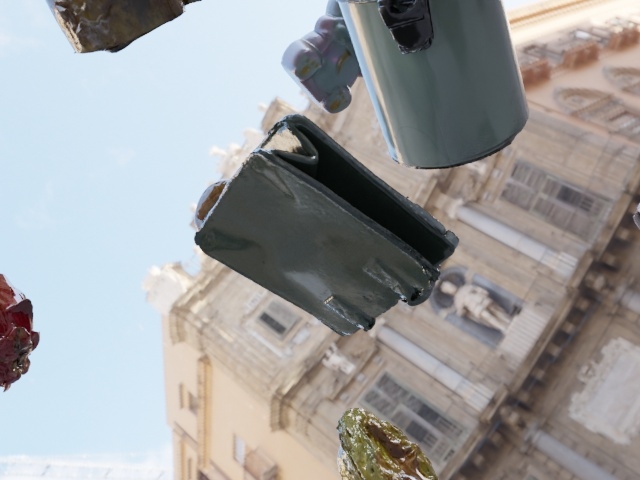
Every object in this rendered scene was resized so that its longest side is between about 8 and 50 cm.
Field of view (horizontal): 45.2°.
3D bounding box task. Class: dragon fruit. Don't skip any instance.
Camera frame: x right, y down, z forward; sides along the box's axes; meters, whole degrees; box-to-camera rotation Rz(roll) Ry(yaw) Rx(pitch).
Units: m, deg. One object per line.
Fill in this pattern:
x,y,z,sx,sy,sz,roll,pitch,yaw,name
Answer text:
-0.357,0.083,0.767,0.136,0.166,0.133,-40,-43,-9,dragon fruit

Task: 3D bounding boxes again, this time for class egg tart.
0.058,0.208,0.691,0.052,0.130,0.130,-46,-32,16,egg tart

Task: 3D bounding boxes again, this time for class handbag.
-0.001,0.001,0.917,0.079,0.260,0.247,-58,8,-35,handbag

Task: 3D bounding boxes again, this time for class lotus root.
-0.249,-0.346,0.944,0.199,0.188,0.180,-23,-62,-9,lotus root

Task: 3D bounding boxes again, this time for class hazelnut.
-0.165,-0.046,1.497,0.150,0.150,0.150,-30,-44,-34,hazelnut

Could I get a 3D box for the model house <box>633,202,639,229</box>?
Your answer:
0.450,-0.053,0.640,0.237,0.237,0.202,-52,-2,-11,model house

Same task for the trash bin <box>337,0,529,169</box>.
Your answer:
0.159,-0.266,1.079,0.277,0.217,0.262,-70,-36,-51,trash bin

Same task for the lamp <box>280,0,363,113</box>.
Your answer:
0.058,-0.457,1.753,0.301,0.247,0.247,-45,-60,2,lamp
